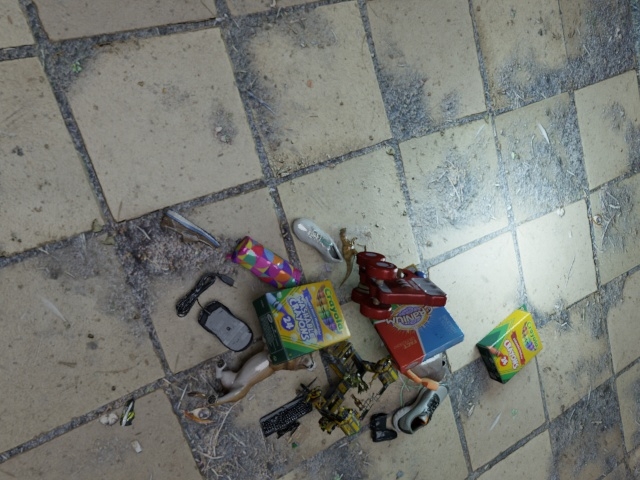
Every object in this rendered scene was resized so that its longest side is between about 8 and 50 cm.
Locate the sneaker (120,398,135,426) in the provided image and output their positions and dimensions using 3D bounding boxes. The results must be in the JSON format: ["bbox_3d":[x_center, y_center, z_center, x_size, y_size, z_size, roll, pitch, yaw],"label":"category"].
[{"bbox_3d":[-0.567,0.512,1.365,0.035,0.031,0.083,22,89,-39],"label":"sneaker"}]

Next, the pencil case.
[{"bbox_3d":[-0.176,0.078,1.469,0.236,0.104,0.104,35,80,-23],"label":"pencil case"}]

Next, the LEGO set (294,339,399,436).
[{"bbox_3d":[0.081,0.465,1.549,0.331,0.255,0.192,-41,110,-20],"label":"LEGO set"}]

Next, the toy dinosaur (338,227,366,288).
[{"bbox_3d":[0.108,0.057,1.634,0.113,0.064,0.211,-6,92,-1],"label":"toy dinosaur"}]

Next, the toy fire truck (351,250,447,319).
[{"bbox_3d":[0.247,0.145,1.510,0.254,0.302,0.169,5,102,-10],"label":"toy fire truck"}]

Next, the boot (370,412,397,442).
[{"bbox_3d":[0.245,0.714,1.763,0.121,0.045,0.099,0,89,-27],"label":"boot"}]

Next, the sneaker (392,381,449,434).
[{"bbox_3d":[0.413,0.663,1.801,0.272,0.108,0.100,-35,107,-20],"label":"sneaker"}]

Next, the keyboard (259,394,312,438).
[{"bbox_3d":[-0.107,0.618,1.587,0.192,0.038,0.100,-23,105,-21],"label":"keyboard"}]

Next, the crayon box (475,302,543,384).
[{"bbox_3d":[0.844,0.444,2.000,0.319,0.081,0.202,-34,108,-19],"label":"crayon box"}]

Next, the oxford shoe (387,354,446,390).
[{"bbox_3d":[0.365,0.452,1.708,0.132,0.130,0.364,-57,139,-4],"label":"oxford shoe"}]

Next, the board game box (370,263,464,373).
[{"bbox_3d":[0.302,0.261,1.585,0.243,0.316,0.064,-26,145,-6],"label":"board game box"}]

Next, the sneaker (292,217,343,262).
[{"bbox_3d":[0.000,0.000,1.547,0.212,0.094,0.080,42,79,-22],"label":"sneaker"}]

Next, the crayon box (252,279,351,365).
[{"bbox_3d":[-0.034,0.243,1.440,0.323,0.083,0.202,-7,71,-46],"label":"crayon box"}]

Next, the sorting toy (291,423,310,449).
[{"bbox_3d":[-0.079,0.695,1.621,0.083,0.012,0.062,-49,117,-17],"label":"sorting toy"}]

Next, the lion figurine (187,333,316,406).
[{"bbox_3d":[-0.206,0.417,1.467,0.393,0.240,0.142,-25,62,-6],"label":"lion figurine"}]

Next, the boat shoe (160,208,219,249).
[{"bbox_3d":[-0.392,-0.019,1.380,0.183,0.066,0.066,35,84,-14],"label":"boat shoe"}]

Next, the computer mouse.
[{"bbox_3d":[-0.303,0.218,1.448,0.262,0.060,0.184,38,78,-15],"label":"computer mouse"}]
